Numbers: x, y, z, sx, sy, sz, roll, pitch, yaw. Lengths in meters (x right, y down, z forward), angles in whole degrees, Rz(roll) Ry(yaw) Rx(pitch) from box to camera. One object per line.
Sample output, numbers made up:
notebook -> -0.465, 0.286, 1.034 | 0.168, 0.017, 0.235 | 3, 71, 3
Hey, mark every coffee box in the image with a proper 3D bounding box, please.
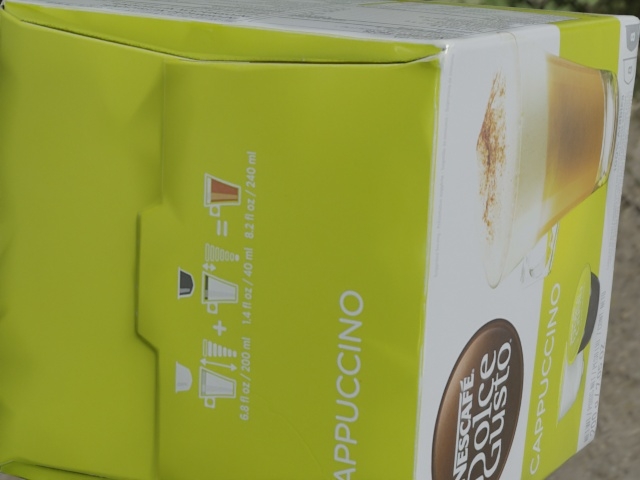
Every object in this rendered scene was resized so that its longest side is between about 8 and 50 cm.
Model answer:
coffee box -> 0.000, 0.000, 1.129 | 0.334, 0.338, 0.338 | -19, 115, -59
